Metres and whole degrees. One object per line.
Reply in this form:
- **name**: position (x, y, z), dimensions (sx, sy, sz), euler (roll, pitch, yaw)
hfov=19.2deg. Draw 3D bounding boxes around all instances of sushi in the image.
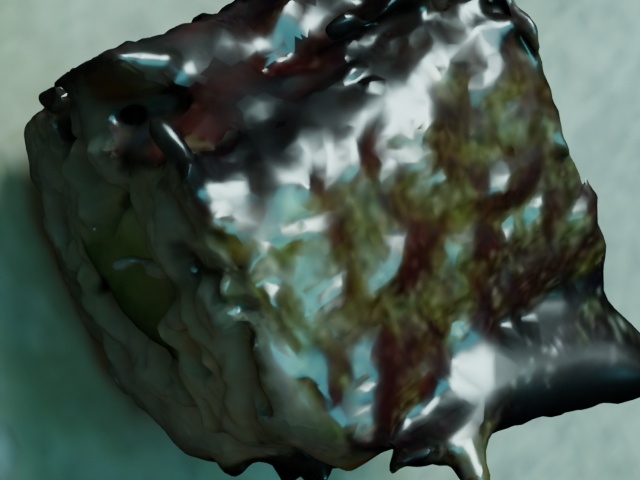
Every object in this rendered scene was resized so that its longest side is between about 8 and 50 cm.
- **sushi**: position (-0.001, -0.001, 0.359), dimensions (0.084, 0.094, 0.098), euler (-29, 102, -28)
